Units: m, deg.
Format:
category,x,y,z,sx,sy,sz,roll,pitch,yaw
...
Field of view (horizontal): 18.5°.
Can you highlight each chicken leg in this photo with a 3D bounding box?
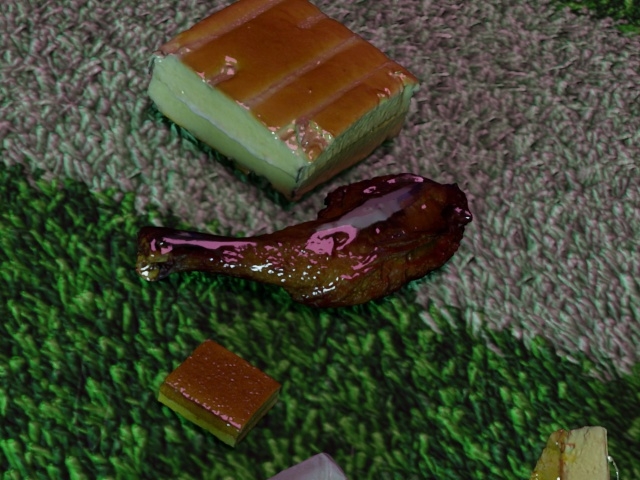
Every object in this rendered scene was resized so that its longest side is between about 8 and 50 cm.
category,x,y,z,sx,sy,sz,roll,pitch,yaw
chicken leg,0.000,0.000,2.109,0.407,0.096,0.158,-11,43,-28

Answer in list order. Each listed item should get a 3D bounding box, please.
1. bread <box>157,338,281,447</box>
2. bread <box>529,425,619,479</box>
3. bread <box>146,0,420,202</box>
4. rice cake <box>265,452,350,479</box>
category,x,y,z,sx,sy,sz,roll,pitch,yaw
bread,-0.098,0.150,1.936,0.094,0.035,0.090,31,41,14
bread,0.258,0.240,1.922,0.084,0.109,0.080,-9,43,-36
bread,-0.044,-0.171,2.273,0.239,0.111,0.246,35,42,21
rice cake,-0.054,0.264,1.817,0.222,0.042,0.080,-18,56,-38
